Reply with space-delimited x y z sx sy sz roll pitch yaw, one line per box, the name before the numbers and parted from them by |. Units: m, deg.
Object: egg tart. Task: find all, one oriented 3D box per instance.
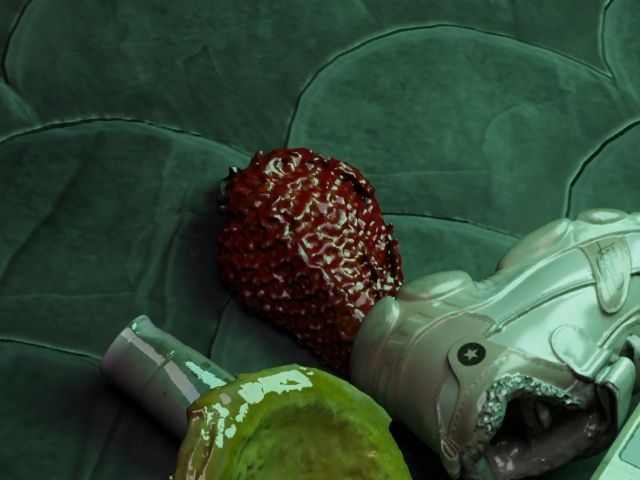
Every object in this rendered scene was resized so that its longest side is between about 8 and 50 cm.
egg tart | -0.039 0.250 1.612 0.120 0.315 0.315 -9 30 41

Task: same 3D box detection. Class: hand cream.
hand cream | -0.059 0.185 1.764 0.312 0.070 0.111 35 50 12

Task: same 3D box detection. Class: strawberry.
strawberry | 0.000 0.000 1.919 0.188 0.106 0.286 -22 57 -28

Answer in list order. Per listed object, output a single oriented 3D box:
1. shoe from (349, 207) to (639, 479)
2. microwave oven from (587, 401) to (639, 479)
shoe | 0.217 0.115 1.818 0.351 0.172 0.198 -21 45 -16
microwave oven | 0.316 0.227 1.738 0.145 0.194 0.240 27 47 17
